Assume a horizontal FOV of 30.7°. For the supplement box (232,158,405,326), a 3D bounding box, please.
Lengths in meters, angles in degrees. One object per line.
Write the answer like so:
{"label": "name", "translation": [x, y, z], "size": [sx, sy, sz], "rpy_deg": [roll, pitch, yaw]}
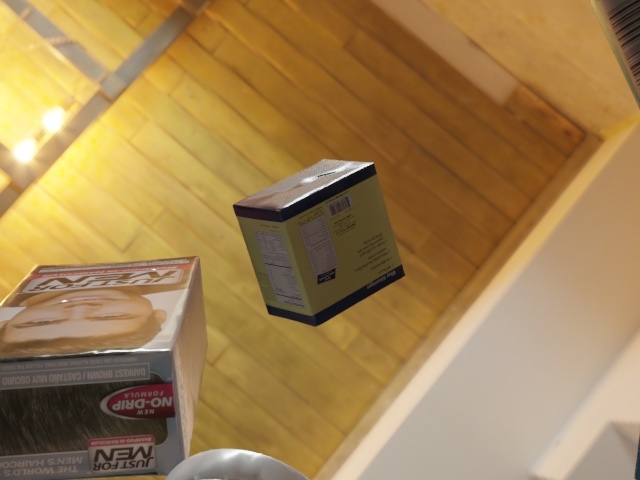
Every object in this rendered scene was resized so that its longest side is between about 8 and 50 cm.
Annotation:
{"label": "supplement box", "translation": [0.000, 0.000, 0.775], "size": [0.056, 0.083, 0.083], "rpy_deg": [10, -58, 53]}

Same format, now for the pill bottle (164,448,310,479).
{"label": "pill bottle", "translation": [-0.088, 0.260, 0.610], "size": [0.181, 0.181, 0.323], "rpy_deg": [41, 32, -9]}

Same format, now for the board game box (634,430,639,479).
{"label": "board game box", "translation": [0.310, 0.103, 0.601], "size": [0.303, 0.097, 0.224], "rpy_deg": [39, -44, 54]}

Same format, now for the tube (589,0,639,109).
{"label": "tube", "translation": [0.097, -0.131, 0.377], "size": [0.052, 0.080, 0.207], "rpy_deg": [-14, 82, -64]}

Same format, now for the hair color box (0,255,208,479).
{"label": "hair color box", "translation": [-0.212, 0.109, 1.111], "size": [0.374, 0.185, 0.113], "rpy_deg": [-103, -170, -78]}
